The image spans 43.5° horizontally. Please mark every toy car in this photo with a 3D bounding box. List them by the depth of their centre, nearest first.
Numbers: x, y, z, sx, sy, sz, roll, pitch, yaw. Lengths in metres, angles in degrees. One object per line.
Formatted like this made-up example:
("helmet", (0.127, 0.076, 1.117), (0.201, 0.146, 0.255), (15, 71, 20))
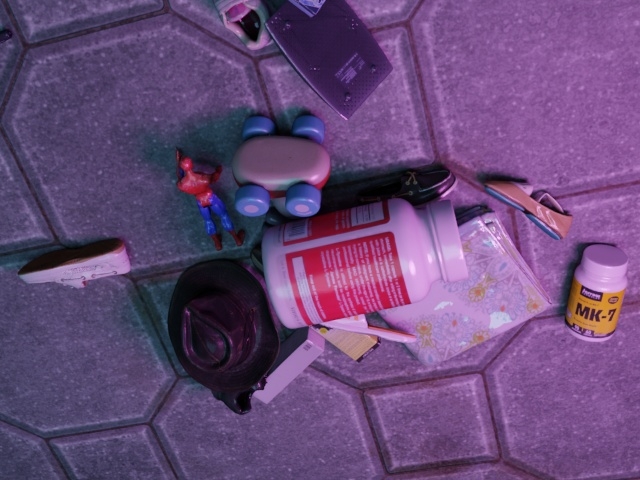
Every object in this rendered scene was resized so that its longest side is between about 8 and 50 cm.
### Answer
("toy car", (-0.078, -0.118, 1.768), (0.210, 0.219, 0.238), (0, 150, 5))

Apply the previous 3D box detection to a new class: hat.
("hat", (-0.265, 0.218, 1.922), (0.331, 0.134, 0.331), (2, 96, 23))

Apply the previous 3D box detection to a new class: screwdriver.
("screwdriver", (-0.730, -0.412, 1.710), (0.169, 0.025, 0.024), (-18, 118, 14))

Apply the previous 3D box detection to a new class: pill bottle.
("pill bottle", (0.097, 0.040, 1.715), (0.407, 0.229, 0.229), (-13, 120, 9))
("pill bottle", (0.644, 0.122, 1.871), (0.119, 0.119, 0.209), (2, 121, 3))

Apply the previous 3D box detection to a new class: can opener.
("can opener", (0.000, 0.000, 1.871), (0.280, 0.093, 0.074), (20, 122, -2))

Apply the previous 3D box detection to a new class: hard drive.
("hard drive", (0.014, -0.384, 1.603), (0.172, 0.054, 0.255), (-49, 114, -13))

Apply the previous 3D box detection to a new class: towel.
("towel", (0.318, 0.121, 1.915), (0.374, 0.090, 0.320), (-30, 114, 21))

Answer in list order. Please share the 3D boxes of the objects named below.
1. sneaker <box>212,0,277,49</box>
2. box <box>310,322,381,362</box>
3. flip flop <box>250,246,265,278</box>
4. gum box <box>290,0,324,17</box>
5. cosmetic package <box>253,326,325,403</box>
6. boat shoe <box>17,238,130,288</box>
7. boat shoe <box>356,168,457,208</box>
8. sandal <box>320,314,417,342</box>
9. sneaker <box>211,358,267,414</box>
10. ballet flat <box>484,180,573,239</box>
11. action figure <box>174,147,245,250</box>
("sneaker", (-0.163, -0.481, 1.570), (0.103, 0.111, 0.252), (-30, 115, 21))
("box", (0.040, 0.206, 2.007), (0.232, 0.058, 0.087), (36, 117, -17))
("flip flop", (-0.035, 0.069, 1.911), (0.277, 0.080, 0.112), (12, 145, 13))
("gum box", (-0.025, -0.545, 1.511), (0.157, 0.041, 0.184), (34, 86, -16))
("cosmetic package", (-0.081, 0.308, 2.057), (0.060, 0.099, 0.239), (35, 119, -18))
("boat shoe", (-0.598, 0.076, 1.956), (0.277, 0.098, 0.096), (-11, 119, 10))
("boat shoe", (0.190, -0.111, 1.786), (0.227, 0.081, 0.069), (-21, 122, 19))
("sandal", (0.104, 0.185, 1.915), (0.265, 0.102, 0.076), (11, 87, -1))
("sneaker", (-0.174, 0.308, 2.017), (0.109, 0.130, 0.286), (-1, 118, -42))
("ballet flat", (0.468, -0.087, 1.796), (0.232, 0.080, 0.073), (32, 91, -17))
("action figure", (-0.257, -0.114, 1.828), (0.091, 0.139, 0.280), (-13, 142, 9))
